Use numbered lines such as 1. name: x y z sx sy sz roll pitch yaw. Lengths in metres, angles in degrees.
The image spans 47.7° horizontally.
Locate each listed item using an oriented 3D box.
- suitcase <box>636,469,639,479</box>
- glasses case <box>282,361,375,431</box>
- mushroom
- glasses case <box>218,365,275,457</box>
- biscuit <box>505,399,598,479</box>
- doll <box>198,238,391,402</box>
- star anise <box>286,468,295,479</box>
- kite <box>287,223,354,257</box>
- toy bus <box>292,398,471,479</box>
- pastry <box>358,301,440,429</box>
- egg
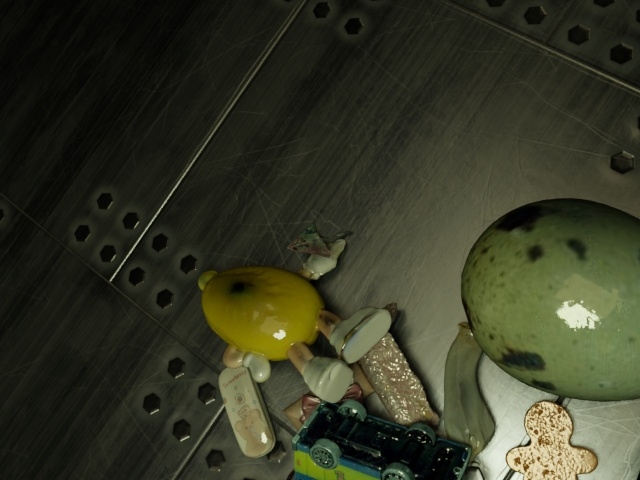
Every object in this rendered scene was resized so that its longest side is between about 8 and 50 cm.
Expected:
1. suitcase: 0.693 0.361 1.207 0.283 0.194 0.433 23 83 22
2. glasses case: 0.019 0.341 1.499 0.193 0.070 0.102 -36 69 7
3. mushroom: 0.286 0.296 1.412 0.096 0.099 0.277 -4 72 12
4. glasses case: -0.159 0.365 1.561 0.081 0.051 0.204 -29 69 11
5. biscuit: 0.434 0.427 1.359 0.166 0.036 0.250 -6 78 16
6. doll: -0.058 0.153 1.503 0.348 0.161 0.423 -25 45 -4
7. star anise: -0.077 0.525 1.479 0.097 0.070 0.190 38 109 25
8. kite: 0.000 0.000 1.592 0.157 0.011 0.139 -16 38 -11
9. toy bus: 0.111 0.439 1.359 0.312 0.152 0.190 13 120 23
10. pastry: 0.143 0.265 1.460 0.112 0.103 0.265 -17 64 -5
11. egg: 0.450 0.102 1.257 0.428 0.345 0.345 16 81 46
